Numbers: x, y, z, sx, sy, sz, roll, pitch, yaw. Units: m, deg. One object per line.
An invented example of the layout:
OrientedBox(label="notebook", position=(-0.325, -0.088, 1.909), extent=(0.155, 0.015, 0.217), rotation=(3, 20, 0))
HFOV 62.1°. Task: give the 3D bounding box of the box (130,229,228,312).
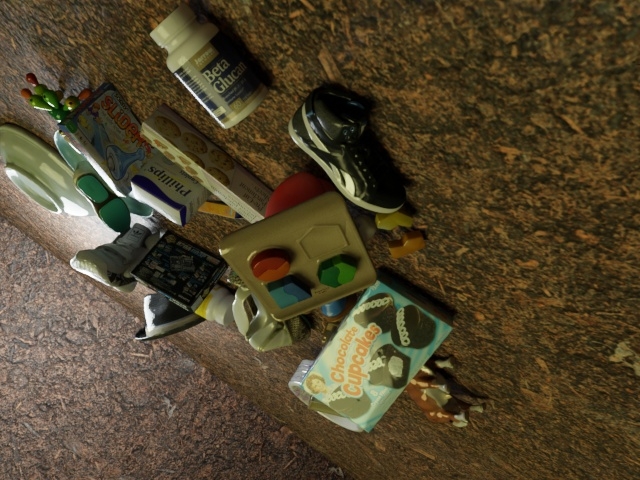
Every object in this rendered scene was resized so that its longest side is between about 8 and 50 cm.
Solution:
OrientedBox(label="box", position=(-0.413, 0.088, 1.559), extent=(0.220, 0.175, 0.051), rotation=(26, 153, 16))

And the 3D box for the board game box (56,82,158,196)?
OrientedBox(label="board game box", position=(-0.438, -0.211, 1.131), extent=(0.035, 0.136, 0.201), rotation=(14, 148, 35))

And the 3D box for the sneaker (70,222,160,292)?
OrientedBox(label="sneaker", position=(-0.594, 0.028, 1.568), extent=(0.137, 0.210, 0.366), rotation=(25, 166, 1))

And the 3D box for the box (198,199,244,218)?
OrientedBox(label="box", position=(-0.194, -0.068, 1.165), extent=(0.136, 0.028, 0.081), rotation=(10, -171, 36))

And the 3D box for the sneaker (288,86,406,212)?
OrientedBox(label="sneaker", position=(0.057, -0.129, 0.769), extent=(0.217, 0.079, 0.121), rotation=(38, 153, -8))

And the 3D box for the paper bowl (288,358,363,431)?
OrientedBox(label="paper bowl", position=(0.049, 0.485, 1.733), extent=(0.284, 0.148, 0.284), rotation=(26, 153, 15))

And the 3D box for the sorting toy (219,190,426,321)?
OrientedBox(label="sorting toy", position=(0.017, 0.024, 0.883), extent=(0.307, 0.041, 0.229), rotation=(-22, 135, 6))

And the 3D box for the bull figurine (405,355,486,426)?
OrientedBox(label="bull figurine", position=(0.267, 0.355, 1.318), extent=(0.188, 0.101, 0.310), rotation=(-5, 134, 50))

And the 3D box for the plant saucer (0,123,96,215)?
OrientedBox(label="plant saucer", position=(-0.900, -0.194, 1.729), extent=(0.400, 0.100, 0.400), rotation=(26, 153, 14))

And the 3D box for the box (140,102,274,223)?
OrientedBox(label="box", position=(-0.211, -0.141, 1.071), extent=(0.324, 0.067, 0.063), rotation=(39, 153, -9))

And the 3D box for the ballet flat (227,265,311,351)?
OrientedBox(label="ballet flat", position=(-0.150, 0.190, 1.426), extent=(0.164, 0.182, 0.483), rotation=(20, 151, 24))

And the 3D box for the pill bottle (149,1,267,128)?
OrientedBox(label="pill bottle", position=(-0.166, -0.258, 0.788), extent=(0.169, 0.094, 0.094), rotation=(47, 151, -25))

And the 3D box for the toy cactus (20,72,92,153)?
OrientedBox(label="toy cactus", position=(-0.571, -0.278, 1.205), extent=(0.219, 0.112, 0.180), rotation=(31, 154, 21))

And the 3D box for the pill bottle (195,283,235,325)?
OrientedBox(label="pill bottle", position=(-0.374, 0.192, 1.752), extent=(0.208, 0.119, 0.119), rotation=(25, 152, 19))

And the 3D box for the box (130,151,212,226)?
OrientedBox(label="box", position=(-0.303, -0.122, 1.123), extent=(0.126, 0.137, 0.072), rotation=(31, 153, 6))

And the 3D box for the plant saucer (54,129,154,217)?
OrientedBox(label="plant saucer", position=(-0.567, -0.185, 1.427), extent=(0.317, 0.044, 0.317), rotation=(26, 153, 14))

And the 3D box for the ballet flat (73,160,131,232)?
OrientedBox(label="ballet flat", position=(-0.596, -0.120, 1.452), extent=(0.086, 0.086, 0.248), rotation=(22, 150, 23))

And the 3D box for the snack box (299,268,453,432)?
OrientedBox(label="snack box", position=(0.113, 0.240, 1.133), extent=(0.187, 0.060, 0.322), rotation=(33, 112, 2))

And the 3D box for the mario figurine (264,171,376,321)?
OrientedBox(label="mario figurine", position=(0.000, 0.000, 1.002), extent=(0.198, 0.170, 0.320), rotation=(-12, 133, -2))

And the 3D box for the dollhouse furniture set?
OrientedBox(label="dollhouse furniture set", position=(0.077, 0.307, 1.318), extent=(0.161, 0.242, 0.212), rotation=(14, 152, 0))

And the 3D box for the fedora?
OrientedBox(label="fedora", position=(-0.555, 0.249, 1.963), extent=(0.334, 0.334, 0.152), rotation=(-11, 99, 55))
